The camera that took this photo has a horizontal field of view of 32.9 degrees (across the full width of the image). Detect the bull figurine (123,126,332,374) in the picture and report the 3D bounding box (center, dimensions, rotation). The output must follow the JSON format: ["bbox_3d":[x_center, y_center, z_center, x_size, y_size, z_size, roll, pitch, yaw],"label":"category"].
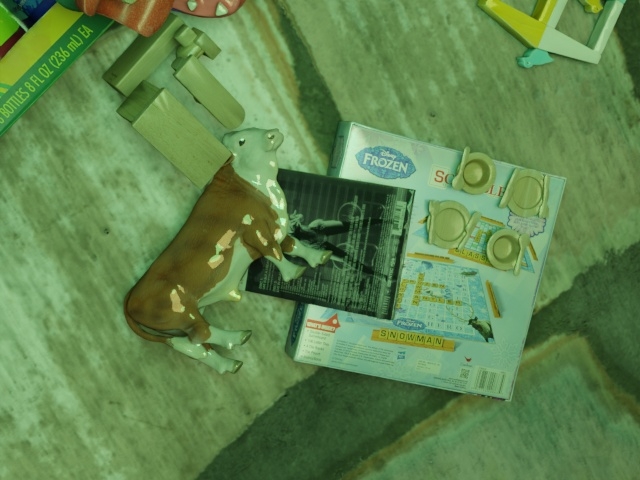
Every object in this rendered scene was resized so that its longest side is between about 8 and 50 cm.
[{"bbox_3d":[-0.110,0.013,1.338,0.188,0.101,0.310,40,98,14],"label":"bull figurine"}]

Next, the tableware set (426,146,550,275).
[{"bbox_3d":[0.222,-0.040,1.418,0.168,0.020,0.141,19,91,-17],"label":"tableware set"}]

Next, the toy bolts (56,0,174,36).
[{"bbox_3d":[-0.175,-0.316,1.034,0.218,0.158,0.228,20,103,-55],"label":"toy bolts"}]

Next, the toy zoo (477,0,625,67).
[{"bbox_3d":[0.335,-0.370,1.465,0.192,0.030,0.293,23,93,-20],"label":"toy zoo"}]

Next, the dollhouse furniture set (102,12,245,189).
[{"bbox_3d":[-0.168,-0.173,1.310,0.144,0.151,0.123,-50,128,-5],"label":"dollhouse furniture set"}]

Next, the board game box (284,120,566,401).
[{"bbox_3d":[0.141,0.031,1.450,0.318,0.066,0.318,13,93,-17],"label":"board game box"}]

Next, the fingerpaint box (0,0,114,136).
[{"bbox_3d":[-0.349,-0.365,1.139,0.445,0.163,0.371,-41,107,13],"label":"fingerpaint box"}]

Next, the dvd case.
[{"bbox_3d":[0.000,0.000,1.367,0.221,0.018,0.165,10,93,18],"label":"dvd case"}]

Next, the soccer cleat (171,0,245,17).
[{"bbox_3d":[-0.210,-0.321,1.307,0.248,0.095,0.083,12,109,-1],"label":"soccer cleat"}]
